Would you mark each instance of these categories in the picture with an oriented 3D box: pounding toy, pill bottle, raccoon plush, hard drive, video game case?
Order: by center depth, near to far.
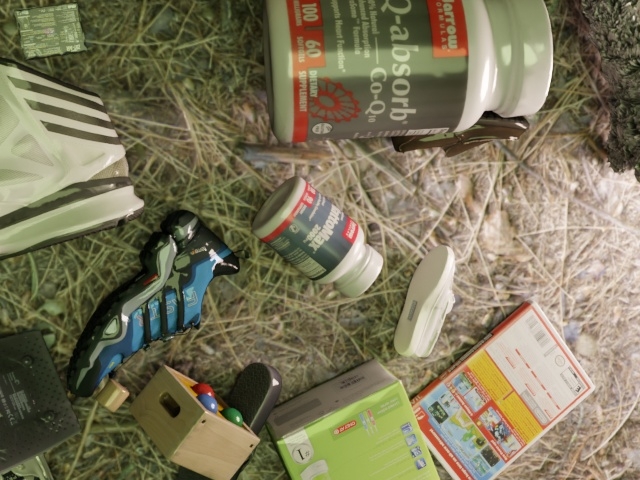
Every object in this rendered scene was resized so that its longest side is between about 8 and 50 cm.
[{"bbox_3d":[-0.466,0.235,1.158,0.255,0.054,0.172,-20,81,-34],"label":"hard drive"},{"bbox_3d":[0.109,-0.247,1.190,0.363,0.210,0.210,-5,101,-6],"label":"pill bottle"},{"bbox_3d":[-0.212,0.227,1.235,0.094,0.181,0.206,-52,135,-3],"label":"pounding toy"},{"bbox_3d":[0.000,0.000,1.280,0.180,0.108,0.108,38,88,-19],"label":"pill bottle"},{"bbox_3d":[0.431,-0.288,1.355,0.446,0.216,0.299,31,106,11],"label":"raccoon plush"},{"bbox_3d":[0.296,0.262,1.451,0.285,0.025,0.204,-39,107,-6],"label":"video game case"}]

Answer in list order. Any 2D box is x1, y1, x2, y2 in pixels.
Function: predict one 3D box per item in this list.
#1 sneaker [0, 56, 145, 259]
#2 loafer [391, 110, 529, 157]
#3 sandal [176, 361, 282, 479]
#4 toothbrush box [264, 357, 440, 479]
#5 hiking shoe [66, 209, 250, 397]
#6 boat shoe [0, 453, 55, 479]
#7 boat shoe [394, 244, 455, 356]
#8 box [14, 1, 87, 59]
[{"bbox_3d":[-0.476,-0.088,1.127,0.448,0.169,0.257,-18,95,-20],"label":"sneaker"},{"bbox_3d":[0.205,-0.168,1.333,0.220,0.080,0.078,1,123,-6],"label":"loafer"},{"bbox_3d":[-0.127,0.305,1.311,0.054,0.097,0.254,33,91,-45],"label":"sandal"},{"bbox_3d":[0.061,0.359,1.352,0.206,0.122,0.283,-25,104,-10],"label":"toothbrush box"},{"bbox_3d":[-0.234,0.108,1.231,0.132,0.113,0.304,38,88,-17],"label":"hiking shoe"},{"bbox_3d":[-0.425,0.322,1.230,0.095,0.084,0.258,-30,106,-8],"label":"boat shoe"},{"bbox_3d":[0.176,0.099,1.372,0.063,0.066,0.184,16,93,-32],"label":"boat shoe"},{"bbox_3d":[-0.361,-0.280,1.178,0.083,0.018,0.067,-12,103,-13],"label":"box"}]
